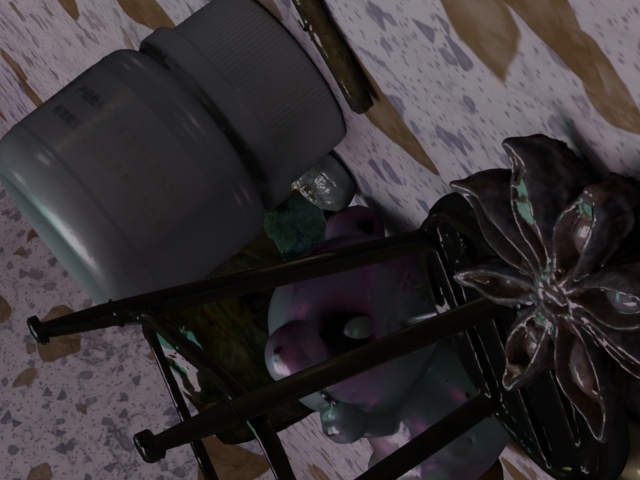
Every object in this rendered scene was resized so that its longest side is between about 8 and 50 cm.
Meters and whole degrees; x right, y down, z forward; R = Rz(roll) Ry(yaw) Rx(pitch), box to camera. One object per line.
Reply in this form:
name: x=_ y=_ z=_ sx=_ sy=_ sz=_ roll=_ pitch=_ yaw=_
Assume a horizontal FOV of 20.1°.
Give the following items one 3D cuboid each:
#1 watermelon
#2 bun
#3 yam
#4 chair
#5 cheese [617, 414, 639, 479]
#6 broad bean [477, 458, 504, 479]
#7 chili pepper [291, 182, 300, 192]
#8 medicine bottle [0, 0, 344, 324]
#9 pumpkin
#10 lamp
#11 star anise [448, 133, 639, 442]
watermelon: x=0.000 y=0.000 z=2.167 sx=0.139 sy=0.071 sz=0.187 roll=34 pitch=-157 yaw=-54
bun: x=0.003 y=-0.065 z=1.987 sx=0.083 sy=0.045 sz=0.083 roll=43 pitch=165 yaw=14
yam: x=-0.011 y=-0.209 z=1.646 sx=0.234 sy=0.029 sz=0.027 roll=58 pitch=177 yaw=-30
chair: x=0.029 y=0.173 z=1.631 sx=0.362 sy=0.410 sz=0.364 roll=29 pitch=145 yaw=63
cheese: x=0.317 y=0.219 z=1.665 sx=0.127 sy=0.054 sz=0.251 roll=54 pitch=167 yaw=-12
broad bean: x=0.138 y=0.226 z=2.172 sx=0.228 sy=0.122 sz=0.156 roll=41 pitch=165 yaw=45
chili pepper: x=-0.039 y=-0.105 z=2.064 sx=0.045 sy=0.027 sz=0.178 roll=40 pitch=165 yaw=27
medicine bottle: x=-0.152 y=-0.089 z=1.856 sx=0.245 sy=0.306 sz=0.245 roll=48 pitch=169 yaw=13
pumpkin: x=-0.082 y=0.114 z=2.286 sx=0.256 sy=0.225 sz=0.303 roll=59 pitch=-171 yaw=10
lamp: x=0.087 y=0.126 z=1.938 sx=0.247 sy=0.247 sz=0.301 roll=-18 pitch=122 yaw=44
star anise: x=0.206 y=0.028 z=1.382 sx=0.223 sy=0.109 sz=0.236 roll=-37 pitch=78 yaw=56
